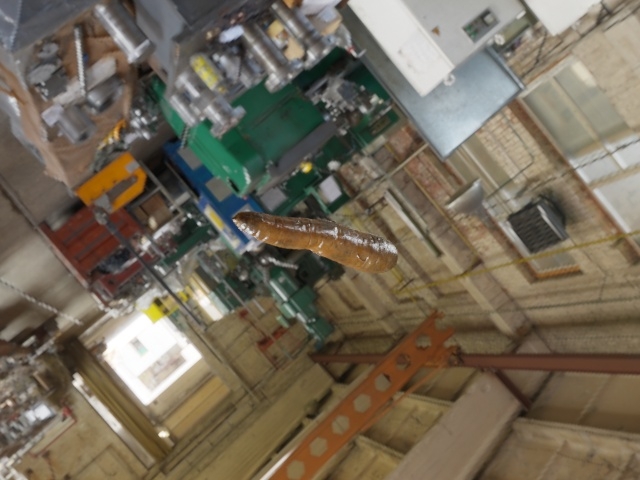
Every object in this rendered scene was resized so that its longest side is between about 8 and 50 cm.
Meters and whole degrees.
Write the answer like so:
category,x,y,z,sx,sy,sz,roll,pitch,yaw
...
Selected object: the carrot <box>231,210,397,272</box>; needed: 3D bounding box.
category,x,y,z,sx,sy,sz,roll,pitch,yaw
carrot,0.000,-0.002,0.565,0.035,0.165,0.036,-31,-129,48
